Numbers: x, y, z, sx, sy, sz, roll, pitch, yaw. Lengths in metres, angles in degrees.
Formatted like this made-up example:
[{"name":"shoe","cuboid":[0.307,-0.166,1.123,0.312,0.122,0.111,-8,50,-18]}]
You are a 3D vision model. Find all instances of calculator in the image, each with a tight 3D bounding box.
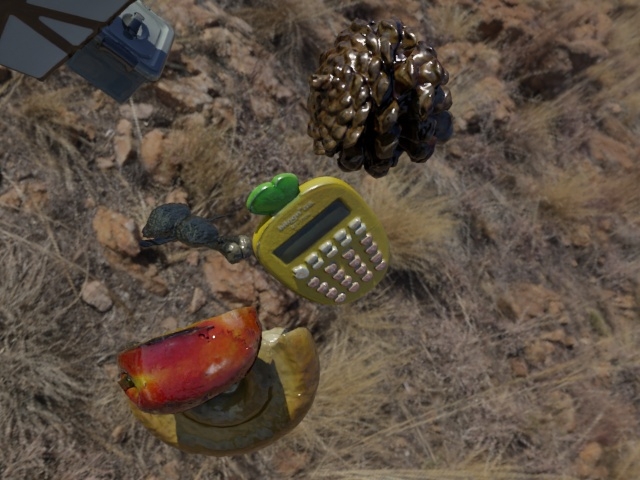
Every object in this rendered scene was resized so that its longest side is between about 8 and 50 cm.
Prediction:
[{"name":"calculator","cuboid":[0.000,0.000,0.724,0.235,0.146,0.032,46,7,-38]}]

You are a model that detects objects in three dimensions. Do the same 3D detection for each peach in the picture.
[{"name":"peach","cuboid":[-0.142,0.142,0.671,0.172,0.127,0.092,-15,82,-19]}]

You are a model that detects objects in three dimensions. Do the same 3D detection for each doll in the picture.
[{"name":"doll","cuboid":[-0.260,-0.019,1.263,0.202,0.286,0.091,-68,151,-50]}]

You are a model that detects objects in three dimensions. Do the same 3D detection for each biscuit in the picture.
[{"name":"biscuit","cuboid":[-0.131,0.213,0.825,0.091,0.274,0.213,-106,-177,-66]}]

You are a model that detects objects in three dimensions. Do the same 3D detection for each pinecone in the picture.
[{"name":"pinecone","cuboid":[0.094,-0.225,0.930,0.257,0.243,0.243,-21,74,-48]}]

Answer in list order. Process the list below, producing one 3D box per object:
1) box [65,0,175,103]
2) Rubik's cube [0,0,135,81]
[{"name":"box","cuboid":[-0.382,-0.380,1.127,0.162,0.130,0.227,35,32,-29]},{"name":"Rubik's cube","cuboid":[-0.444,-0.443,0.807,0.293,0.288,0.283,9,61,-56]}]
